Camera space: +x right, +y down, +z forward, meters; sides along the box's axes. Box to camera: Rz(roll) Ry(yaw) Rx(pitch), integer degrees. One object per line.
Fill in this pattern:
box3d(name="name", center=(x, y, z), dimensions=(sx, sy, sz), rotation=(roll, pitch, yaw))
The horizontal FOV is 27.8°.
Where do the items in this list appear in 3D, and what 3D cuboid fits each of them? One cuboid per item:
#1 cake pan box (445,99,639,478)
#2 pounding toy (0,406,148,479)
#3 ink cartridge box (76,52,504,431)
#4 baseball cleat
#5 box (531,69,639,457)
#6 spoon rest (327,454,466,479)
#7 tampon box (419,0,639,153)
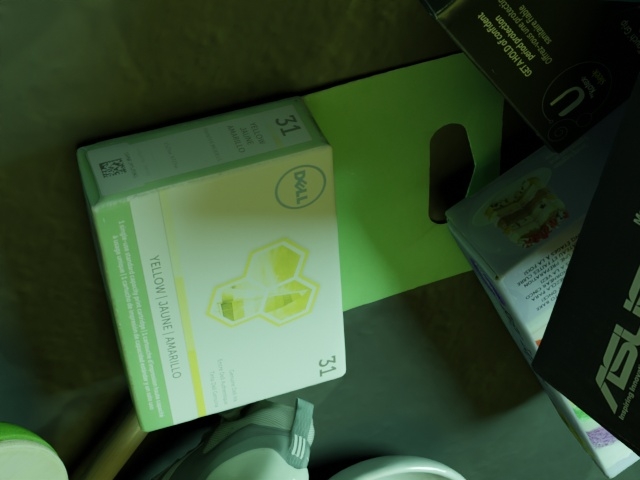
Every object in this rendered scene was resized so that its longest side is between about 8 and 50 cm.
box3d(name="cake pan box", center=(0.234, -0.003, 0.784), dimensions=(0.267, 0.070, 0.245), rotation=(-35, 137, -1))
box3d(name="pounding toy", center=(-0.222, 0.144, 0.699), dimensions=(0.237, 0.110, 0.183), rotation=(-9, 131, -57))
box3d(name="ink cartridge box", center=(0.000, 0.000, 0.693), dimensions=(0.235, 0.056, 0.171), rotation=(-15, 134, -12))
box3d(name="baseball cleat", center=(-0.067, 0.150, 0.782), dimensions=(0.072, 0.109, 0.206), rotation=(38, 138, -24))
box3d(name="box", center=(0.300, -0.081, 0.611), dimensions=(0.395, 0.097, 0.318), rotation=(-11, 129, -39))
box3d(name="spoon rest", center=(0.060, 0.245, 0.921), dimensions=(0.137, 0.084, 0.276), rotation=(-25, 136, -4))
box3d(name="tampon box", center=(0.121, -0.146, 0.584), dimensions=(0.161, 0.101, 0.120), rotation=(-40, 135, 12))
